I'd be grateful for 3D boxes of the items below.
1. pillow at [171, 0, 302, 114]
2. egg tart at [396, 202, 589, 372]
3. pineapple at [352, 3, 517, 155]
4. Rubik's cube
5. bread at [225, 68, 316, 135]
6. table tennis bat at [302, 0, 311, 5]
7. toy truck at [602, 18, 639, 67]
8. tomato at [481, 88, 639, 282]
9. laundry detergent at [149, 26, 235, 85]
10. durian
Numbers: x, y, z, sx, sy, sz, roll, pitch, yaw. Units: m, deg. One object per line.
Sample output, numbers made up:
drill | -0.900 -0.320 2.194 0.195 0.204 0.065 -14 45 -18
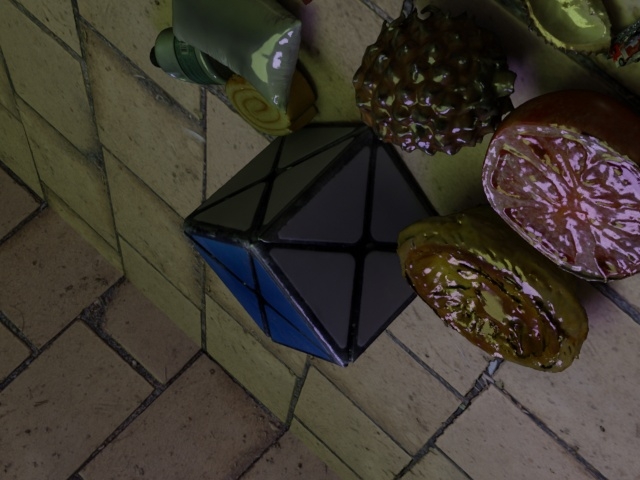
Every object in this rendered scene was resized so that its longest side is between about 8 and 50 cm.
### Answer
pillow | -0.117 -0.286 1.491 0.254 0.078 0.144 36 131 31
egg tart | 0.234 0.051 1.424 0.290 0.115 0.290 35 158 16
pineapple | 0.133 -0.170 1.167 0.193 0.166 0.166 7 138 46
Rubik's cube | 0.000 0.000 1.594 0.259 0.255 0.260 54 160 -25
bread | -0.067 -0.211 1.590 0.122 0.073 0.149 50 159 -26
table tennis bat | -0.102 -0.416 1.313 0.310 0.038 0.200 50 159 -9
toy truck | 0.293 -0.184 1.012 0.032 0.024 0.083 67 159 8
tomato | 0.287 -0.064 1.139 0.236 0.095 0.237 31 152 18
laundry detergent | -0.205 -0.288 1.703 0.099 0.070 0.225 50 159 -29
durian | 0.225 -0.223 1.029 0.130 0.052 0.066 56 160 -6
